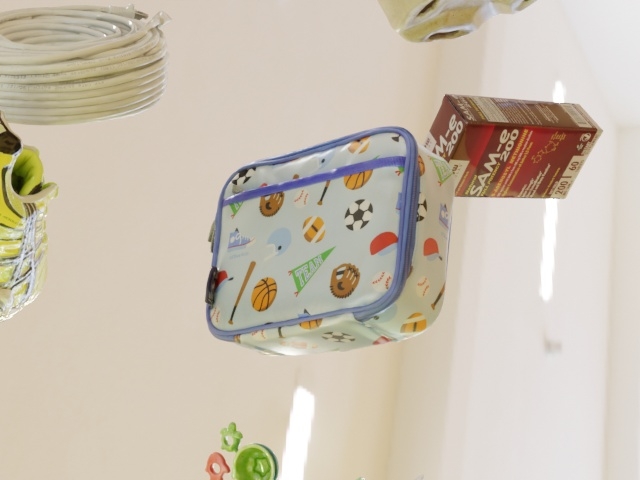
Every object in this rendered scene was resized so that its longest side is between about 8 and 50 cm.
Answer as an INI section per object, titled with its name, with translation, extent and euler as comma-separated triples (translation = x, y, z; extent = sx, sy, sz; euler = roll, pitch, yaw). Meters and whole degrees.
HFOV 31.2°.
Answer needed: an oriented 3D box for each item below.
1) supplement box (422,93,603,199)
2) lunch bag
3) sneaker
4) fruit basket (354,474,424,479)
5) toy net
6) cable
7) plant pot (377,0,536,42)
[supplement box]
translation = 0.262, -0.128, 1.603
extent = 0.239, 0.130, 0.073
euler = 0, -139, -28
[lunch bag]
translation = 0.000, 0.000, 1.277
extent = 0.115, 0.303, 0.243
euler = 28, -119, -46
[sneaker]
translation = -0.339, -0.018, 1.222
extent = 0.145, 0.147, 0.384
euler = 57, 173, 11
[fruit basket]
translation = 0.009, 0.480, 1.471
extent = 0.165, 0.327, 0.353
euler = 44, -162, -11
[toy net]
translation = -0.134, 0.383, 1.624
extent = 0.045, 0.122, 0.232
euler = 2, -71, -64
[cable]
translation = -0.300, -0.201, 1.294
extent = 0.257, 0.257, 0.089
euler = -97, 8, -66
[plant pot]
translation = 0.140, -0.421, 1.378
extent = 0.334, 0.334, 0.305
euler = 0, -113, -62
